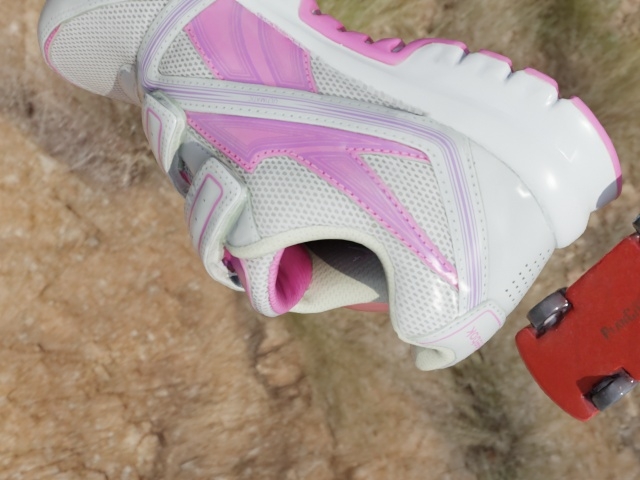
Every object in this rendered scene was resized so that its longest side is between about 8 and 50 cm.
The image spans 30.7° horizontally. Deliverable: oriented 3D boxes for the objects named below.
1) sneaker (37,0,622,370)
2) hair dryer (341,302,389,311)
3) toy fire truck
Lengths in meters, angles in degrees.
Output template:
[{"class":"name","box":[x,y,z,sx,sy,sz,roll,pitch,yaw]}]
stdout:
[{"class":"sneaker","box":[-0.021,-0.035,0.450,0.252,0.103,0.111,25,76,26]},{"class":"hair dryer","box":[0.000,0.000,1.048,0.223,0.293,0.080,14,103,-11]},{"class":"toy fire truck","box":[0.168,-0.015,0.427,0.135,0.192,0.047,-23,70,-43]}]
